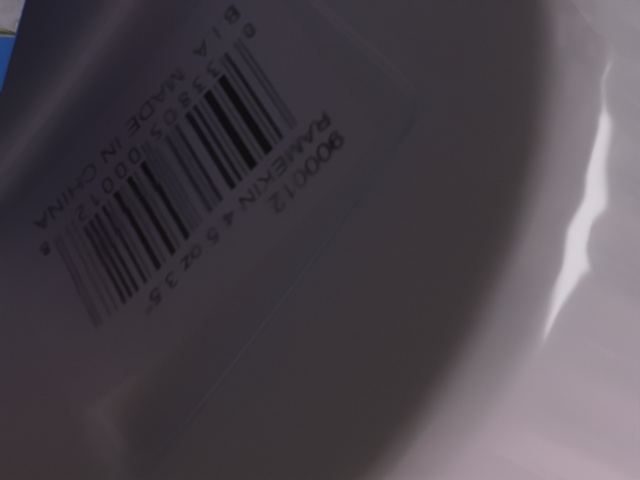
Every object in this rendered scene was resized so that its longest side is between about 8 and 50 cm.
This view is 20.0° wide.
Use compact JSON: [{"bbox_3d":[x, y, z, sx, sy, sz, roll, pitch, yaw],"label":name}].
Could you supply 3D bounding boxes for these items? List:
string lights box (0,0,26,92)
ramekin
[{"bbox_3d":[-0.135,-0.114,0.448,0.133,0.076,0.260,31,61,-41],"label":"string lights box"},{"bbox_3d":[0.000,0.000,0.502,0.135,0.277,0.277,28,64,-46],"label":"ramekin"}]
